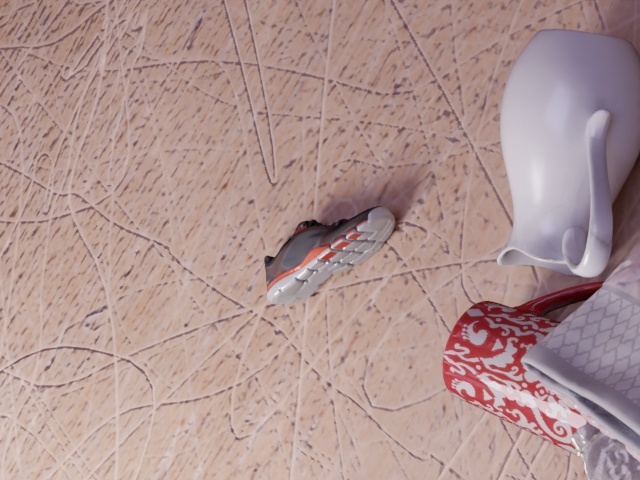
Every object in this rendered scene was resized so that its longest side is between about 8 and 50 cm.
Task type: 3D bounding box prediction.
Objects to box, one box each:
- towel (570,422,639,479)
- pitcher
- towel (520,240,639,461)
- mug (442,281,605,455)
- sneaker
[{"bbox_3d":[0.343,0.218,1.309,0.187,0.049,0.282,-37,80,3],"label":"towel"},{"bbox_3d":[0.219,-0.072,1.425,0.178,0.125,0.207,-167,86,-76],"label":"pitcher"},{"bbox_3d":[0.338,0.046,1.244,0.317,0.053,0.332,-44,29,-5],"label":"towel"},{"bbox_3d":[0.210,0.110,1.458,0.169,0.150,0.113,19,137,38],"label":"mug"},{"bbox_3d":[0.000,0.000,1.624,0.158,0.061,0.065,-34,61,25],"label":"sneaker"}]
